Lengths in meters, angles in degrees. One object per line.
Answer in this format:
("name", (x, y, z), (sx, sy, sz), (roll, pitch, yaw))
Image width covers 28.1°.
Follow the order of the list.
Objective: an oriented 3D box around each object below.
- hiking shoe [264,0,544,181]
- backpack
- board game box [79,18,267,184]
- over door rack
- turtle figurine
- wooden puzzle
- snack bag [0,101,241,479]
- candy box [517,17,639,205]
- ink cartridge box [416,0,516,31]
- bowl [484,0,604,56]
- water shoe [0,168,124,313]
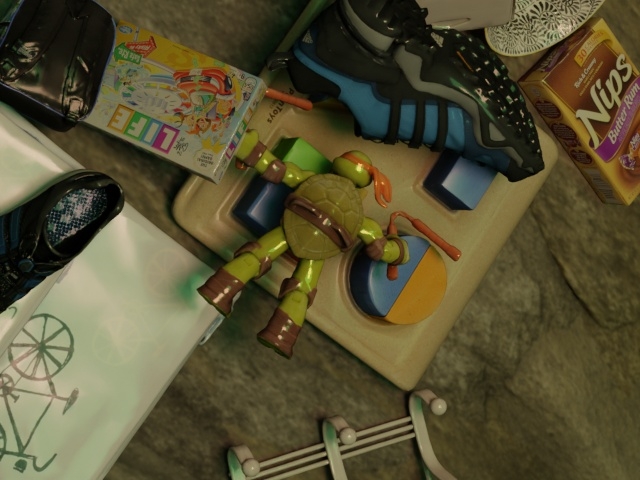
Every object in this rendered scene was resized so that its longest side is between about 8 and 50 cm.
("hiking shoe", (0.095, -0.139, 1.233), (0.304, 0.132, 0.113), (34, 37, -34))
("backpack", (-0.245, -0.166, 1.141), (0.105, 0.084, 0.114), (27, 71, -26))
("board game box", (-0.140, -0.128, 1.179), (0.154, 0.026, 0.103), (24, 82, 15))
("over door rack", (0.049, 0.340, 1.316), (0.239, 0.108, 0.324), (-13, 100, -23))
("turtle figurine", (0.000, 0.000, 1.196), (0.269, 0.087, 0.217), (38, 79, -19))
("wooden puzzle", (0.068, -0.060, 1.305), (0.348, 0.080, 0.322), (38, 78, -23))
("snack bag", (-0.281, 0.082, 1.175), (0.342, 0.037, 0.323), (41, 77, -23))
("candy box", (0.317, -0.143, 1.434), (0.109, 0.053, 0.187), (-46, 110, -15))
("ink cartridge box", (0.116, -0.297, 1.251), (0.127, 0.072, 0.175), (-8, 69, 2))
("bowl", (0.226, -0.283, 1.348), (0.170, 0.170, 0.080), (-17, 57, -24))
("water shoe", (-0.260, 0.006, 1.115), (0.203, 0.080, 0.073), (-45, 110, -17))
